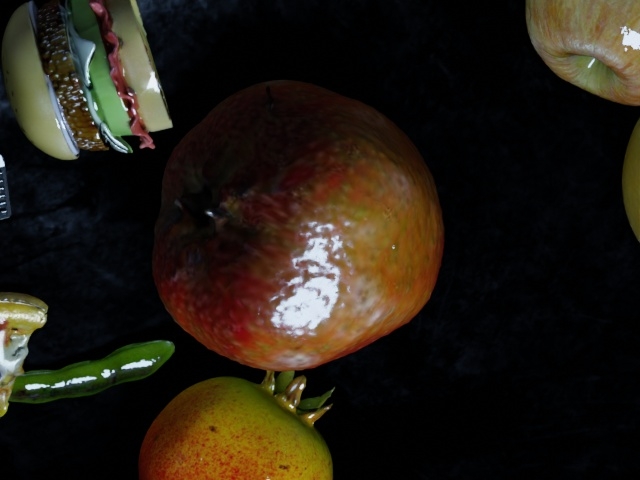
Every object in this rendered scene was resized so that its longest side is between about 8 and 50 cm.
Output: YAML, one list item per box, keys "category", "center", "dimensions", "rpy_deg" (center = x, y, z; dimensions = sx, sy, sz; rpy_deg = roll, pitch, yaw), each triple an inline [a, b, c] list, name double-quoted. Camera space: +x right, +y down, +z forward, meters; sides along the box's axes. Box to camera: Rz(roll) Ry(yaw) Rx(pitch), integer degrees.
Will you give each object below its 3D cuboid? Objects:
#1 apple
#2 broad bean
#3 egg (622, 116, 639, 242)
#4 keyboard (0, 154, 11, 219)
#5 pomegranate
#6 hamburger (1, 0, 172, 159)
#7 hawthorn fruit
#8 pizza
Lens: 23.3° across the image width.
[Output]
- category: "apple"
  center: [0.319, -0.246, 1.605]
  dimensions: [0.211, 0.211, 0.188]
  rpy_deg: [36, 76, -44]
- category: "broad bean"
  center: [-0.267, 0.143, 1.679]
  dimensions: [0.226, 0.039, 0.069]
  rpy_deg: [-5, 127, -25]
- category: "egg"
  center: [0.489, -0.099, 1.790]
  dimensions: [0.250, 0.250, 0.322]
  rpy_deg: [18, 109, -39]
- category: "keyboard"
  center: [-0.393, -0.030, 1.481]
  dimensions: [0.196, 0.015, 0.074]
  rpy_deg: [-14, 130, -22]
- category: "pomegranate"
  center: [-0.087, 0.245, 1.752]
  dimensions: [0.221, 0.221, 0.257]
  rpy_deg: [36, 86, -44]
- category: "hamburger"
  center: [-0.215, -0.149, 1.398]
  dimensions: [0.136, 0.175, 0.175]
  rpy_deg: [-17, 133, 0]
- category: "hawthorn fruit"
  center: [0.000, 0.000, 1.565]
  dimensions: [0.285, 0.285, 0.369]
  rpy_deg: [-49, 147, 12]
- category: "pizza"
  center: [-0.370, 0.139, 1.591]
  dimensions: [0.184, 0.036, 0.176]
  rpy_deg: [-5, 110, -20]
